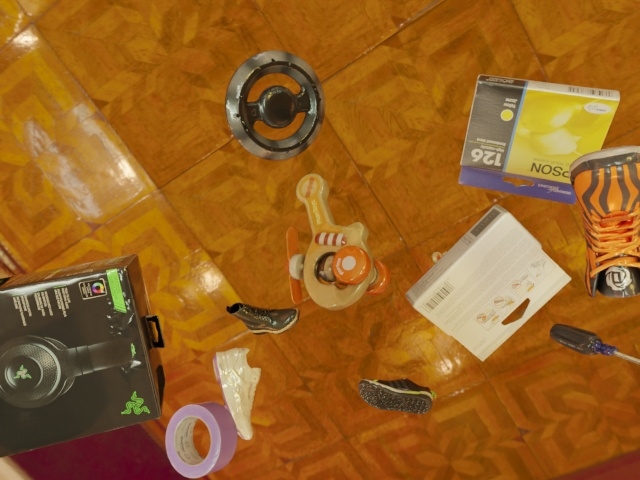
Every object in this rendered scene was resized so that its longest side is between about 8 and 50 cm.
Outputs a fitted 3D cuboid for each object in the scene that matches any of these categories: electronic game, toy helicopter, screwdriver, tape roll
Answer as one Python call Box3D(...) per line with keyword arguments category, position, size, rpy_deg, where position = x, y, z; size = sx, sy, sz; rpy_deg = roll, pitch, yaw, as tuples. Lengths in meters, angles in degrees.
Box3D(category="electronic game", position=(-0.093, -0.287, 1.055), size=(0.229, 0.048, 0.229), rpy_deg=(-9, 109, -26))
Box3D(category="toy helicopter", position=(0.000, 0.000, 1.169), size=(0.235, 0.355, 0.140), rpy_deg=(-27, 151, 21))
Box3D(category="screwdriver", position=(0.280, 0.103, 0.443), size=(0.024, 0.170, 0.025), rpy_deg=(-3, 94, -22))
Box3D(category="tape roll", position=(-0.330, 0.547, 1.357), size=(0.189, 0.080, 0.188), rpy_deg=(-5, 77, 24))

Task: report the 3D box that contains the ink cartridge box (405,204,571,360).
Box3D(category="ink cartridge box", position=(0.364, 0.098, 1.064), size=(0.239, 0.060, 0.275), rpy_deg=(39, 101, -22))

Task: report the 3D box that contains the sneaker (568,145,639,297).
Box3D(category="sneaker", position=(0.448, -0.010, 0.724), size=(0.125, 0.321, 0.180), rpy_deg=(-6, 72, 33))

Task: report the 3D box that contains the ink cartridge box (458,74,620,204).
Box3D(category="ink cartridge box", position=(0.507, -0.230, 1.196), size=(0.304, 0.072, 0.307), rpy_deg=(13, 128, 17))

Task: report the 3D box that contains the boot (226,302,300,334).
Box3D(category="boot", position=(-0.175, 0.222, 1.471), size=(0.198, 0.076, 0.137), rpy_deg=(-22, 132, 29))

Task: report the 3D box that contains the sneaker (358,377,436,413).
Box3D(category="sneaker", position=(0.234, 0.467, 1.506), size=(0.235, 0.097, 0.084), rpy_deg=(11, 113, 14))

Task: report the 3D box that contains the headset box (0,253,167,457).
Box3D(category="headset box", position=(-0.387, 0.168, 0.756), size=(0.283, 0.131, 0.246), rpy_deg=(-10, 99, -12))

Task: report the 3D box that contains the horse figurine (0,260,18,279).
Box3D(category="horse figurine", position=(-0.550, 0.126, 0.900), size=(0.066, 0.263, 0.174), rpy_deg=(27, 89, 36))

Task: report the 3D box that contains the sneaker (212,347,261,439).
Box3D(category="sneaker", position=(-0.255, 0.506, 1.638), size=(0.152, 0.114, 0.305), rpy_deg=(-14, 84, -21))

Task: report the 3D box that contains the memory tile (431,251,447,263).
Box3D(category="memory tile", position=(0.376, 0.104, 1.420), size=(0.113, 0.012, 0.148), rpy_deg=(1, 76, -27))
